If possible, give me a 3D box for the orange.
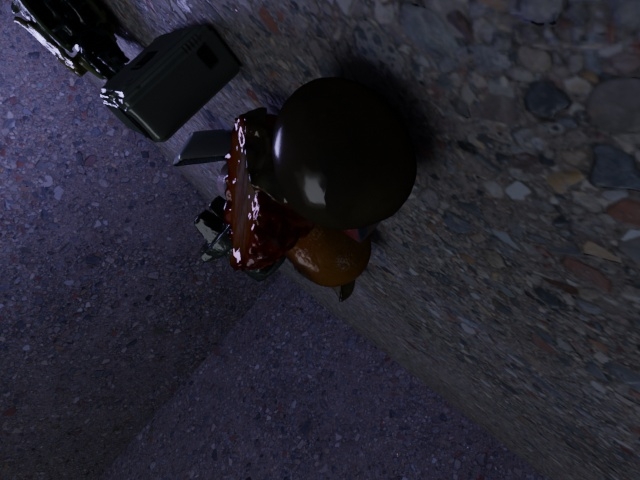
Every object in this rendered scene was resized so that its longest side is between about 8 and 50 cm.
[{"bbox_3d":[0.000,0.000,0.975,0.224,0.170,0.224,40,168,10],"label":"orange"}]

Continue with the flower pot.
[{"bbox_3d":[-0.246,-0.026,1.425,0.283,0.299,0.299,40,171,-16],"label":"flower pot"}]

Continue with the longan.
[{"bbox_3d":[0.027,-0.095,0.527,0.189,0.189,0.189,40,170,9],"label":"longan"}]

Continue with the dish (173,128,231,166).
[{"bbox_3d":[-0.303,-0.253,1.214,0.243,0.181,0.080,-167,67,-68],"label":"dish"}]

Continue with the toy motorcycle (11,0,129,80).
[{"bbox_3d":[-0.609,-0.528,1.052,0.237,0.169,0.410,34,167,45],"label":"toy motorcycle"}]

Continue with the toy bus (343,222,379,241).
[{"bbox_3d":[0.061,-0.063,0.745,0.065,0.077,0.192,36,169,20],"label":"toy bus"}]

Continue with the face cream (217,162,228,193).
[{"bbox_3d":[-0.196,-0.162,1.209,0.073,0.107,0.269,25,176,-36],"label":"face cream"}]

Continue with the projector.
[{"bbox_3d":[-0.278,-0.278,0.789,0.256,0.192,0.099,29,165,52],"label":"projector"}]

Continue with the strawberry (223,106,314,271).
[{"bbox_3d":[-0.086,-0.068,0.814,0.336,0.149,0.265,122,139,-54],"label":"strawberry"}]

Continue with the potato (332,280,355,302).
[{"bbox_3d":[0.044,0.051,1.341,0.261,0.100,0.120,52,140,40],"label":"potato"}]
